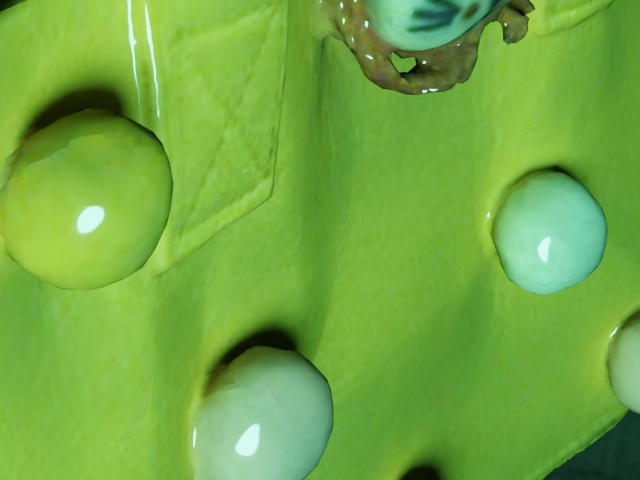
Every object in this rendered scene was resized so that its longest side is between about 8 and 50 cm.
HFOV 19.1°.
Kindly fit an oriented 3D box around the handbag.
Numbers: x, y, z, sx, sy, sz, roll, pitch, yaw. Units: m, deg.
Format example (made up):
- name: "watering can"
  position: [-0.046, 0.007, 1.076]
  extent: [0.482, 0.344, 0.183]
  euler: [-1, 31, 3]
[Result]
- name: "handbag"
  position: [0.000, 0.000, 0.535]
  extent: [0.133, 0.401, 0.283]
  euler: [20, 123, 29]
